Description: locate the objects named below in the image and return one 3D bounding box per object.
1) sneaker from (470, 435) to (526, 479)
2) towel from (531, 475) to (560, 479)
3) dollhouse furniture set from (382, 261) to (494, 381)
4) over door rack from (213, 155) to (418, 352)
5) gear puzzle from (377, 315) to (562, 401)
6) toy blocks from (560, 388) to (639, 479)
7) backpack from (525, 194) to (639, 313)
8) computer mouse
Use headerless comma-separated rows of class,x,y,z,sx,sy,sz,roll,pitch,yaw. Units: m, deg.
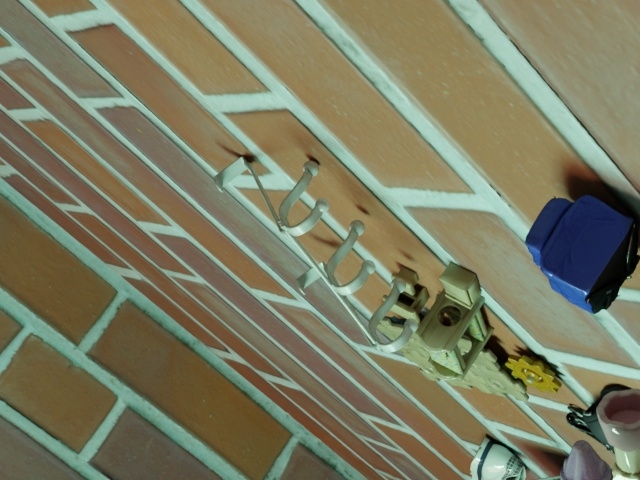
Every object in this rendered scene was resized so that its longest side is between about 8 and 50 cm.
sneaker,0.348,0.458,2.364,0.095,0.090,0.235,19,161,19
towel,0.483,0.504,2.132,0.237,0.037,0.329,-22,125,41
dollhouse furniture set,0.135,0.094,1.690,0.161,0.101,0.182,27,162,27
over door rack,0.000,0.000,1.672,0.239,0.108,0.324,53,171,-25
gear puzzle,0.231,0.171,1.846,0.175,0.044,0.339,45,159,-28
toy blocks,0.426,0.207,1.275,0.288,0.309,0.260,7,124,36
backpack,0.262,0.011,1.207,0.101,0.098,0.120,37,180,27
computer mouse,0.441,0.290,1.715,0.184,0.060,0.262,34,165,5
